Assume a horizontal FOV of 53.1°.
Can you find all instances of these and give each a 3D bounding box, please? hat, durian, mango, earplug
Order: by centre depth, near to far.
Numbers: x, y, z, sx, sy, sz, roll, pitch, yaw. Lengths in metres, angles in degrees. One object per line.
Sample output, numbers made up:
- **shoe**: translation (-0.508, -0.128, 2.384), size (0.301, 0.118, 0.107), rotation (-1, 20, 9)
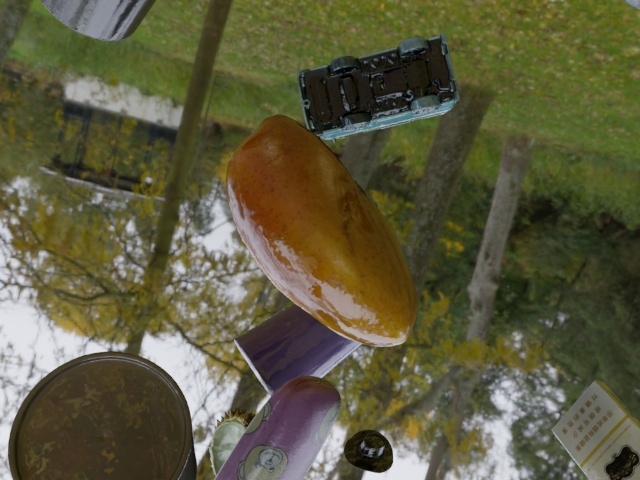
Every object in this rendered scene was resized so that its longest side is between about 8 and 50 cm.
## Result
- **mango**: translation (0.000, 0.000, 0.871), size (0.199, 0.201, 0.350), rotation (-23, -112, -27)
- **durian**: translation (-0.151, 0.475, 1.379), size (0.144, 0.252, 0.139), rotation (1, -175, -35)
- **hat**: translation (0.111, 0.456, 1.406), size (0.121, 0.050, 0.121), rotation (11, -147, -7)
- **earplug**: translation (0.017, 0.217, 1.658), size (0.215, 0.456, 0.215), rotation (52, 167, 17)

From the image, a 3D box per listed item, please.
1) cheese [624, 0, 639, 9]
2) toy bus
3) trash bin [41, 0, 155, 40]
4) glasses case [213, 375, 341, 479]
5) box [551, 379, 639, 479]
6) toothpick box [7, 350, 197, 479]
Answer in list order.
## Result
- **cheese**: translation (0.537, -0.417, 0.941), size (0.203, 0.083, 0.320), rotation (2, 178, 10)
- **toy bus**: translation (0.106, -0.270, 1.186), size (0.271, 0.133, 0.165), rotation (-12, 178, 8)
- **trash bin**: translation (-0.277, -0.464, 0.921), size (0.214, 0.334, 0.214), rotation (25, -135, -28)
- **glasses case**: translation (-0.080, 0.331, 0.917), size (0.123, 0.316, 0.076), rotation (26, -171, -47)
- **box**: translation (0.347, 0.251, 0.741), size (0.024, 0.090, 0.167), rotation (22, -159, -29)
- **toothpick box**: translation (-0.144, 0.159, 0.457), size (0.111, 0.111, 0.181), rotation (15, 149, -3)
